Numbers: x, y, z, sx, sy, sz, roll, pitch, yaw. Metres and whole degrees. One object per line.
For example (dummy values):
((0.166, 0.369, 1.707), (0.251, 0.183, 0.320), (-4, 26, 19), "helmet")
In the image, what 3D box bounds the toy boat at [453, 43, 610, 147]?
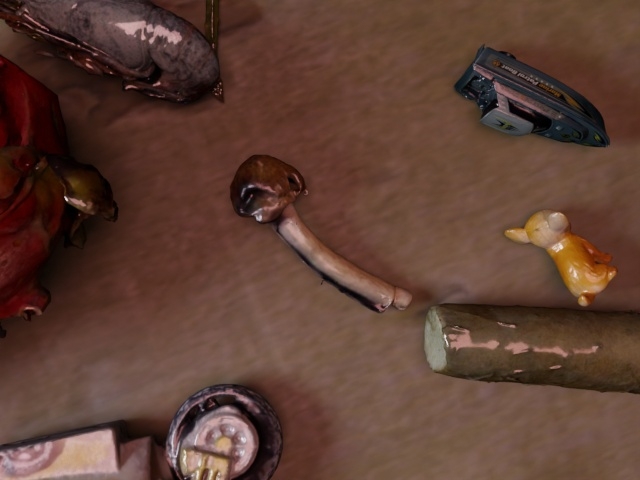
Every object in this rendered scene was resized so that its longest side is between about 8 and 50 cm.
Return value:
((0.187, -0.115, 0.575), (0.141, 0.055, 0.060), (25, 80, -3), "toy boat")

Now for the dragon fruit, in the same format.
((-0.308, -0.011, 0.459), (0.269, 0.250, 0.290), (27, 82, -21), "dragon fruit")

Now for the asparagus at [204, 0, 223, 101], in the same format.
((-0.093, -0.178, 0.581), (0.015, 0.014, 0.114), (0, 90, 14), "asparagus")

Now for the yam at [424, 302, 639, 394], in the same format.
((0.277, 0.093, 0.568), (0.372, 0.083, 0.083), (2, 89, 0), "yam")

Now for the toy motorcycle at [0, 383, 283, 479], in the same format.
((-0.183, 0.254, 0.526), (0.341, 0.108, 0.222), (-12, 84, -10), "toy motorcycle")

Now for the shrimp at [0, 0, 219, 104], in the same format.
((-0.193, -0.177, 0.549), (0.233, 0.079, 0.090), (19, 53, 0), "shrimp")

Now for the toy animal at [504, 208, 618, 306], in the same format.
((0.204, 0.010, 0.572), (0.083, 0.060, 0.081), (38, 53, -6), "toy animal")

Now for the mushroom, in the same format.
((0.000, 0.000, 0.571), (0.187, 0.061, 0.060), (43, 101, -13), "mushroom")
